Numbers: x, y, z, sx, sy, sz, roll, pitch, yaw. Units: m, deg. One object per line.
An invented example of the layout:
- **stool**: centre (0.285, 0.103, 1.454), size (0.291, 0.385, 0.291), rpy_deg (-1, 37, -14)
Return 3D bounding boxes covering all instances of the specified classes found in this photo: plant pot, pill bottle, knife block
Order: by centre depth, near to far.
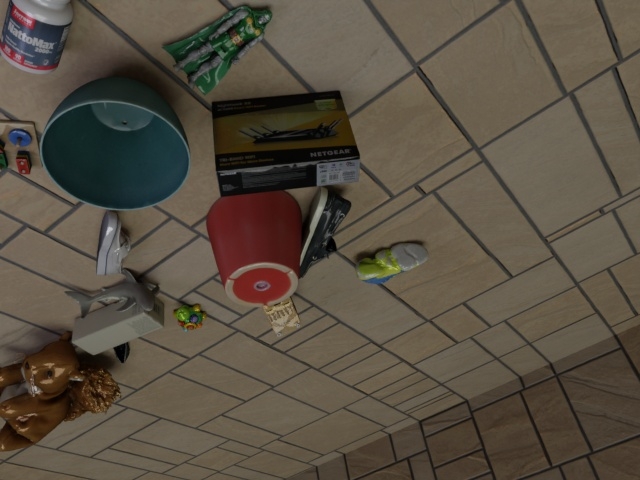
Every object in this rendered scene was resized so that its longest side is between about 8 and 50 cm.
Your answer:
- **pill bottle**: centre (-0.524, -0.414, 1.075), size (0.108, 0.108, 0.180), rpy_deg (16, 132, -29)
- **plant pot**: centre (-0.429, -0.234, 1.238), size (0.290, 0.195, 0.290), rpy_deg (-7, 139, -6)
- **plant pot**: centre (-0.171, 0.031, 1.575), size (0.274, 0.243, 0.275), rpy_deg (-7, 140, -6)
- **knife block**: centre (-0.141, 0.177, 1.818), size (0.088, 0.242, 0.276), rpy_deg (-24, 119, -4)

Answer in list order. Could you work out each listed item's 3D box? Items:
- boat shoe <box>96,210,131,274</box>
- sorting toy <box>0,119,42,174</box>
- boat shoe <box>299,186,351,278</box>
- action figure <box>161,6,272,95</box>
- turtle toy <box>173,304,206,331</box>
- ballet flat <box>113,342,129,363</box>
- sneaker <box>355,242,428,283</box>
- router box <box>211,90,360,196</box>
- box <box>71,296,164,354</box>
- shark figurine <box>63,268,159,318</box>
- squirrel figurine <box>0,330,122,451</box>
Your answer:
- **boat shoe**: centre (-0.561, 0.009, 1.581), size (0.084, 0.095, 0.258), rpy_deg (4, 148, -25)
- **sorting toy**: centre (-0.725, -0.208, 1.310), size (0.274, 0.046, 0.132), rpy_deg (1, 138, -15)
- **boat shoe**: centre (0.000, -0.003, 1.670), size (0.113, 0.127, 0.340), rpy_deg (13, 125, -11)
- **action figure**: centre (-0.197, -0.410, 1.202), size (0.232, 0.063, 0.137), rpy_deg (-31, 133, 16)
- **turtle toy**: centre (-0.436, 0.256, 1.904), size (0.095, 0.066, 0.130), rpy_deg (-16, 140, 5)
- **ballet flat**: centre (-0.686, 0.363, 1.976), size (0.057, 0.049, 0.173), rpy_deg (-8, 143, -7)
- **sneaker**: centre (0.228, 0.078, 1.871), size (0.240, 0.091, 0.126), rpy_deg (-12, 158, -1)
- **router box**: centre (-0.084, -0.224, 1.302), size (0.308, 0.243, 0.081), rpy_deg (-7, 140, -7)
- **box**: centre (-0.643, 0.264, 1.841), size (0.275, 0.094, 0.113), rpy_deg (-21, 140, 11)
- **shark figurine**: centre (-0.604, 0.142, 1.734), size (0.278, 0.166, 0.116), rpy_deg (-3, 116, 16)
- **squirrel figurine**: centre (-0.885, 0.477, 1.949), size (0.397, 0.281, 0.370), rpy_deg (14, 124, -47)
